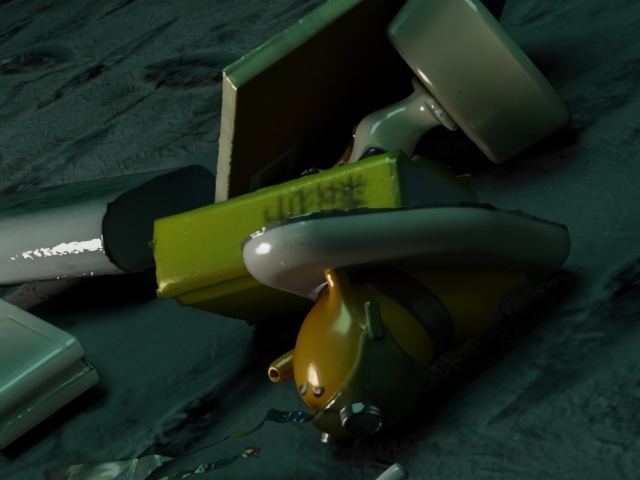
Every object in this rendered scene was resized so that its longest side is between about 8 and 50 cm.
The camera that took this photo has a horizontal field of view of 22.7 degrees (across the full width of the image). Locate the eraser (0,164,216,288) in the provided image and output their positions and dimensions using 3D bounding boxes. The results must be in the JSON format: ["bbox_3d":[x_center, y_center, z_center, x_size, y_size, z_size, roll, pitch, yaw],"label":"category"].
[{"bbox_3d":[-0.229,-0.011,1.535,0.227,0.081,0.174,-6,14,38],"label":"eraser"}]

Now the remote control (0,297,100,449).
[{"bbox_3d":[-0.291,0.109,1.406,0.103,0.055,0.277,-35,22,-20],"label":"remote control"}]

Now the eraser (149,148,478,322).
[{"bbox_3d":[0.000,0.000,1.211,0.226,0.069,0.158,-16,-19,24],"label":"eraser"}]

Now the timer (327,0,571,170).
[{"bbox_3d":[0.060,-0.085,1.368,0.266,0.175,0.175,-41,22,8],"label":"timer"}]

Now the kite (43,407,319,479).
[{"bbox_3d":[-0.140,0.188,1.078,0.310,0.015,0.169,-22,20,40],"label":"kite"}]

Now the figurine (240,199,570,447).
[{"bbox_3d":[0.071,0.063,1.086,0.250,0.141,0.166,-1,-19,-22],"label":"figurine"}]

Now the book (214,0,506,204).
[{"bbox_3d":[0.049,-0.165,1.444,0.374,0.262,0.028,-38,70,-24],"label":"book"}]

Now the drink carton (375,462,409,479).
[{"bbox_3d":[-0.029,0.200,0.913,0.200,0.074,0.084,-27,24,-3],"label":"drink carton"}]
